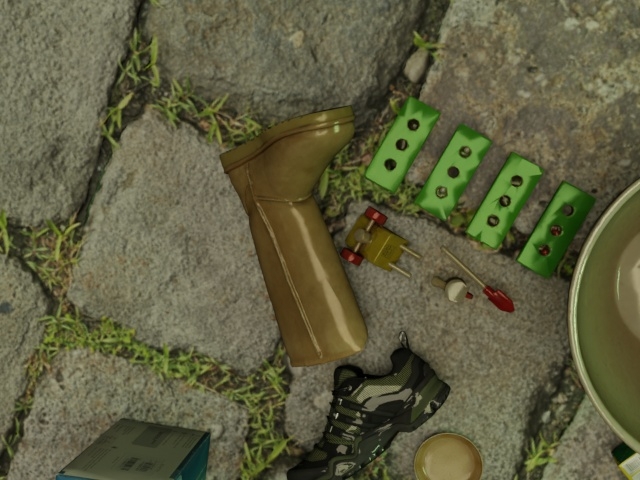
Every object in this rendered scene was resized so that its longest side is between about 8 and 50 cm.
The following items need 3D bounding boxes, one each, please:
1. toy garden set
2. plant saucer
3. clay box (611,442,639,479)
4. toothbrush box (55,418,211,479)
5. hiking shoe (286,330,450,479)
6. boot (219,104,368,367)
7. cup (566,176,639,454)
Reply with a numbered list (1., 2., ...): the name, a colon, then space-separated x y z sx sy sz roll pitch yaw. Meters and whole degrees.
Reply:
1. toy garden set: 0.160 -0.022 1.124 0.244 0.049 0.203 30 96 2
2. plant saucer: 0.156 0.273 1.167 0.084 0.015 0.083 1 95 7
3. clay box: 0.462 0.301 1.115 0.127 0.053 0.222 -40 92 10
4. toothbrush box: -0.227 0.386 1.122 0.126 0.216 0.295 9 96 6
5. hiking shoe: 0.041 0.210 1.151 0.227 0.086 0.114 -37 77 3
6. boot: 0.000 0.000 1.080 0.089 0.236 0.269 -20 91 -32
7. cup: 0.414 0.062 1.006 0.331 0.237 0.330 1 95 7
